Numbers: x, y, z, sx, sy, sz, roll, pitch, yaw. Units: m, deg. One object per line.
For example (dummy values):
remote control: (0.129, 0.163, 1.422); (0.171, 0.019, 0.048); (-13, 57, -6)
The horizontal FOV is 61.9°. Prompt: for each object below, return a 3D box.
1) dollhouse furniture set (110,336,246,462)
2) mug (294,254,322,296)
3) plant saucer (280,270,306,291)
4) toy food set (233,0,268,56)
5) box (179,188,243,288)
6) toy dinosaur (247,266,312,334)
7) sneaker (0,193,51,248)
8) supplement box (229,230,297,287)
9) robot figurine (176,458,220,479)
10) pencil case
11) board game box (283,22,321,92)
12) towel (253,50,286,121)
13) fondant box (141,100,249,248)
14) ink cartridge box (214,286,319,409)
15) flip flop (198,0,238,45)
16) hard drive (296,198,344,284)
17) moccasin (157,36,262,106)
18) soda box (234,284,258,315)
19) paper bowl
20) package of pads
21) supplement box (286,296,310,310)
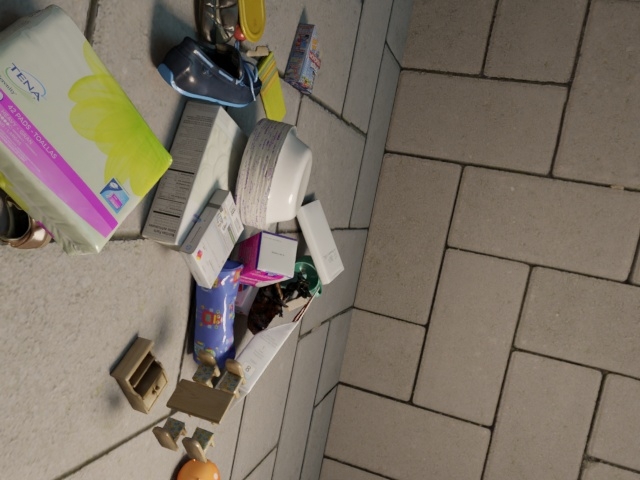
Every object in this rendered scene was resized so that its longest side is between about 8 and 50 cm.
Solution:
dollhouse furniture set: (-0.322, 0.337, 1.212); (0.161, 0.242, 0.212); (85, 24, -43)
mug: (-0.050, 0.137, 2.128); (0.097, 0.129, 0.158); (-53, 148, -60)
plant saucer: (-0.117, 0.136, 1.874); (0.018, 0.192, 0.067); (17, 84, -36)
toy food set: (-0.191, -0.558, 1.302); (0.128, 0.071, 0.218); (-51, 145, -55)
box: (-0.247, -0.004, 1.241); (0.145, 0.038, 0.186); (79, 28, -53)
toy dinosaur: (-0.166, 0.158, 1.768); (0.164, 0.218, 0.322); (23, 43, -39)
sneaker: (-0.445, -0.077, 0.830); (0.071, 0.066, 0.189); (-5, 106, -71)
supplement box: (-0.169, 0.058, 1.506); (0.220, 0.111, 0.114); (-20, -120, 57)
robot figurine: (-0.355, 0.735, 1.575); (0.158, 0.128, 0.220); (-54, 151, -52)
pencil case: (-0.280, 0.188, 1.454); (0.133, 0.119, 0.306); (-67, 164, -74)
board game box: (-0.045, -0.598, 1.756); (0.194, 0.060, 0.194); (-6, 109, -72)
towel: (-0.151, -0.441, 1.603); (0.237, 0.021, 0.102); (77, 35, -56)
fondant box: (-0.278, -0.128, 1.282); (0.238, 0.096, 0.330); (45, 60, -70)
ink cartridge box: (-0.171, 0.312, 1.621); (0.385, 0.091, 0.308); (-54, 179, -32)
flip flop: (-0.219, -0.578, 1.179); (0.112, 0.080, 0.277); (-3, 123, -30)
hard drive: (0.000, 0.000, 2.105); (0.308, 0.040, 0.203); (69, 23, -6)
moccasin: (-0.212, -0.378, 1.201); (0.117, 0.137, 0.342); (-48, 176, 23)
soda box: (-0.226, 0.118, 1.651); (0.069, 0.073, 0.216); (75, 32, -56)
paper bowl: (-0.113, -0.164, 1.394); (0.284, 0.148, 0.284); (16, 90, -86)
package of pads: (-0.376, -0.160, 0.786); (0.297, 0.101, 0.229); (59, 41, -35)
supplement box: (-0.087, 0.244, 2.141); (0.036, 0.098, 0.062); (63, 24, -2)
